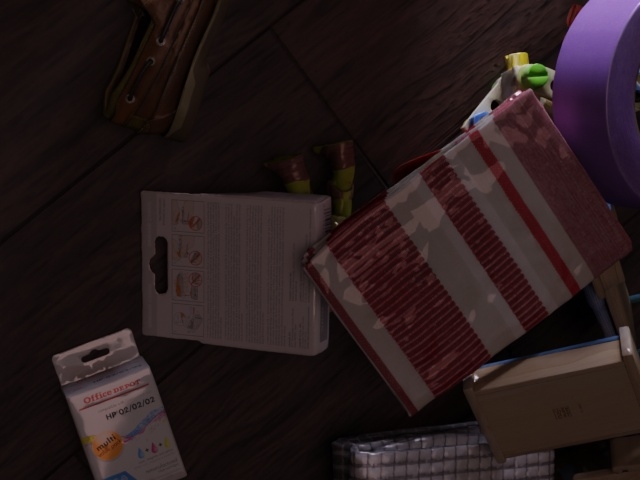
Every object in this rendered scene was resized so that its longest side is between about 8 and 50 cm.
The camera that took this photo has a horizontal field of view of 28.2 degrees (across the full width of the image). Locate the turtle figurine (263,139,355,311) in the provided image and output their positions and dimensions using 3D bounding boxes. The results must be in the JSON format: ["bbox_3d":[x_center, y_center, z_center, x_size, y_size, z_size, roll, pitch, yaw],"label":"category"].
[{"bbox_3d":[0.000,0.000,1.525,0.269,0.087,0.217,-16,100,-10],"label":"turtle figurine"}]

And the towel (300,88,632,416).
[{"bbox_3d":[0.168,0.014,1.445,0.329,0.037,0.237,-37,105,-4],"label":"towel"}]

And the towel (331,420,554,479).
[{"bbox_3d":[0.155,0.350,1.609,0.283,0.121,0.235,-3,91,-22],"label":"towel"}]

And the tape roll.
[{"bbox_3d":[0.402,-0.171,1.492,0.275,0.090,0.275,-5,99,-33],"label":"tape roll"}]

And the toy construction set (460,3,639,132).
[{"bbox_3d":[0.315,-0.252,1.567,0.215,0.151,0.328,15,97,-9],"label":"toy construction set"}]

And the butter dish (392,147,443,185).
[{"bbox_3d":[0.174,-0.027,1.532,0.160,0.118,0.160,-19,112,26],"label":"butter dish"}]

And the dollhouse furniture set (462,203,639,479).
[{"bbox_3d":[0.313,0.137,1.614,0.198,0.303,0.286,-14,127,19],"label":"dollhouse furniture set"}]

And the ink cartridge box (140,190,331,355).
[{"bbox_3d":[-0.099,0.033,1.487,0.224,0.056,0.181,5,100,22],"label":"ink cartridge box"}]

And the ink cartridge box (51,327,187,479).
[{"bbox_3d":[-0.237,0.207,1.495,0.104,0.061,0.181,-20,103,-14],"label":"ink cartridge box"}]

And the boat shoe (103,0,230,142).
[{"bbox_3d":[-0.164,-0.267,1.426,0.104,0.111,0.307,13,94,-20],"label":"boat shoe"}]

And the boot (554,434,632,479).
[{"bbox_3d":[0.405,0.338,1.722,0.106,0.082,0.219,-32,111,12],"label":"boot"}]
